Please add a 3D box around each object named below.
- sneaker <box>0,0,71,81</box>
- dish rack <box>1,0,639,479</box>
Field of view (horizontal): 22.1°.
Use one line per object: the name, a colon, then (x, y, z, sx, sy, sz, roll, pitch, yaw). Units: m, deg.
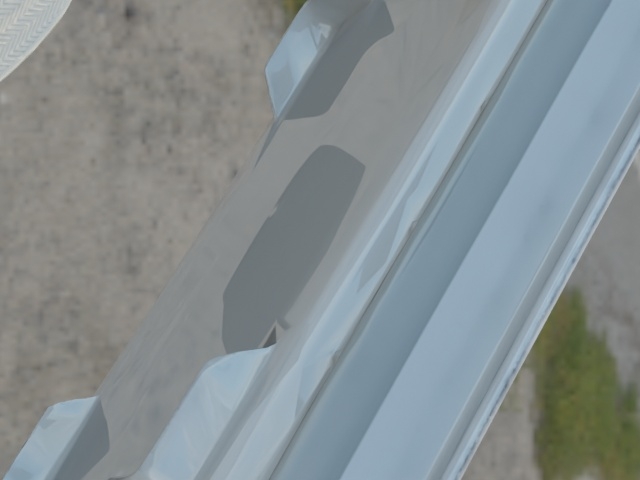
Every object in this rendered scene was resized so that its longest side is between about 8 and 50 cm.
sneaker: (-0.305, -0.131, 0.997, 0.292, 0.169, 0.108, -37, 145, -21)
dish rack: (0.000, 0.000, 0.570, 0.072, 0.285, 0.333, 36, 70, -14)
